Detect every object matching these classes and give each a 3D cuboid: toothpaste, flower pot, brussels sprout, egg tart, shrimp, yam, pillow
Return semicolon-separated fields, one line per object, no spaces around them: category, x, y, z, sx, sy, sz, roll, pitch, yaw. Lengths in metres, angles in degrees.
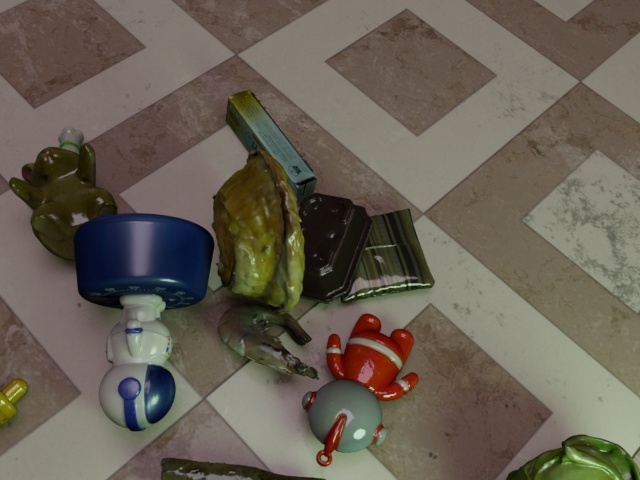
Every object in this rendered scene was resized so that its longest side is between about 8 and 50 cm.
toothpaste;-0.118;-0.219;1.725;0.071;0.089;0.313;-24;63;-27
flower pot;0.000;0.000;1.570;0.178;0.084;0.251;12;61;19
brussels sprout;0.432;0.468;1.265;0.227;0.259;0.294;31;82;29
egg tart;-0.134;-0.013;1.436;0.132;0.345;0.346;-7;59;-18
shrimp;-0.089;0.201;1.477;0.254;0.059;0.145;20;39;21
yam;-0.137;0.445;1.322;0.317;0.071;0.067;8;21;-1
pillow;0.125;0.030;1.618;0.212;0.052;0.208;-10;60;-8

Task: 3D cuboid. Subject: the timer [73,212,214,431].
timer;-0.339;0.165;1.390;0.270;0.270;0.384;0;73;-7

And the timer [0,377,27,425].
timer;-0.599;0.285;1.344;0.107;0.107;0.109;37;65;16

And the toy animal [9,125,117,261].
toy animal;-0.557;-0.125;1.561;0.181;0.180;0.363;-24;62;-14

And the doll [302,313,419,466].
doll;0.073;0.295;1.426;0.199;0.105;0.336;25;51;8
